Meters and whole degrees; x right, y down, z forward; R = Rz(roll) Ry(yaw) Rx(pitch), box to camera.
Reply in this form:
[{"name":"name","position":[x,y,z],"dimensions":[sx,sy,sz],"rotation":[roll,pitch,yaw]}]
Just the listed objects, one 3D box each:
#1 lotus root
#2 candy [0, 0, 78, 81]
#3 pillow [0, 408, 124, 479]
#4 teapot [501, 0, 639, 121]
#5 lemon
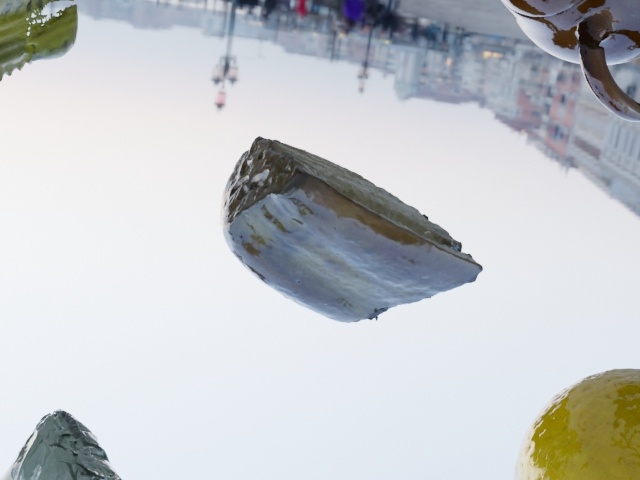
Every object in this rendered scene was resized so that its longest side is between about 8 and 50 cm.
[{"name":"lotus root","position":[-0.001,-0.003,0.587],"dimensions":[0.135,0.095,0.159],"rotation":[25,-176,-37]},{"name":"candy","position":[-0.228,-0.251,0.588],"dimensions":[0.081,0.297,0.187],"rotation":[-1,-160,19]},{"name":"pillow","position":[-0.315,0.366,1.112],"dimensions":[0.138,0.283,0.310],"rotation":[16,-175,-34]},{"name":"teapot","position":[0.127,-0.136,0.436],"dimensions":[0.116,0.173,0.116],"rotation":[-8,166,-2]},{"name":"lemon","position":[0.144,0.118,0.414],"dimensions":[0.114,0.114,0.155],"rotation":[9,-142,4]}]
